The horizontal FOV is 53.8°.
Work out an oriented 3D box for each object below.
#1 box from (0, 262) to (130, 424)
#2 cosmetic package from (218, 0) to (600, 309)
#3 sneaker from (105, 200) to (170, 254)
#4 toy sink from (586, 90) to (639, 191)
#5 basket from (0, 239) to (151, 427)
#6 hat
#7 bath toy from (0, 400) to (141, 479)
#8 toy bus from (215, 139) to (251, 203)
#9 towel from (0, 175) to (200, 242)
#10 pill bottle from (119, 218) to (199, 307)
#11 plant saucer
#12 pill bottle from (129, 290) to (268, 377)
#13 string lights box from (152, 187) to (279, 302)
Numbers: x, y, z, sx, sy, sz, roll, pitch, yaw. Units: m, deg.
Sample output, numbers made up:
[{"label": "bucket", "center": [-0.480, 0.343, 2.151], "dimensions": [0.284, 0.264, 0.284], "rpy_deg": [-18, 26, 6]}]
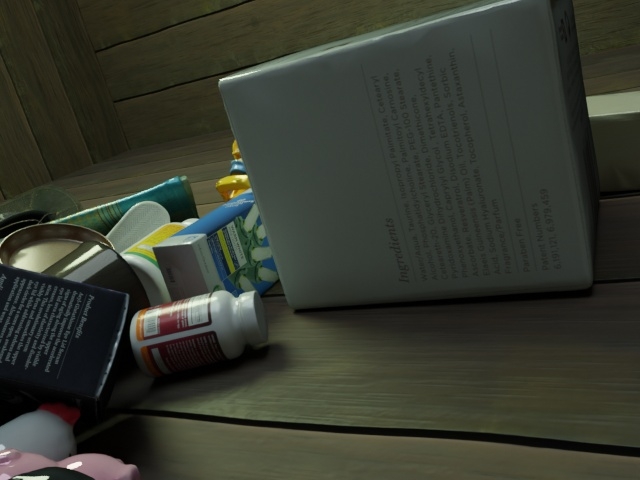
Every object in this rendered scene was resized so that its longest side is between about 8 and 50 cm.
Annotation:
[{"label": "box", "center": [-0.308, 0.102, 0.635], "dimensions": [0.207, 0.108, 0.153], "rpy_deg": [16, -28, -13]}, {"label": "cosmetic package", "center": [0.145, -0.129, 0.856], "dimensions": [0.394, 0.327, 0.329], "rpy_deg": [-8, 19, 27]}, {"label": "sneaker", "center": [-0.386, 0.067, 1.114], "dimensions": [0.292, 0.108, 0.169], "rpy_deg": [-46, 2, -27]}, {"label": "toy sink", "center": [0.414, -0.151, 1.020], "dimensions": [0.234, 0.131, 0.153], "rpy_deg": [-2, 21, 23]}, {"label": "basket", "center": [-0.351, 0.126, 0.789], "dimensions": [0.227, 0.154, 0.204], "rpy_deg": [-38, -3, -40]}, {"label": "hat", "center": [-0.662, 0.016, 1.416], "dimensions": [0.331, 0.134, 0.331], "rpy_deg": [-9, 37, 7]}, {"label": "bath toy", "center": [-0.184, 0.197, 0.463], "dimensions": [0.348, 0.151, 0.129], "rpy_deg": [-6, 35, 52]}, {"label": "toy bus", "center": [-0.114, -0.085, 1.140], "dimensions": [0.149, 0.220, 0.211], "rpy_deg": [-2, 28, 45]}, {"label": "towel", "center": [-0.420, -0.012, 1.239], "dimensions": [0.370, 0.040, 0.271], "rpy_deg": [-19, -15, -11]}, {"label": "pill bottle", "center": [-0.246, 0.040, 1.016], "dimensions": [0.118, 0.117, 0.208], "rpy_deg": [-8, 19, 22]}, {"label": "plant saucer", "center": [-0.405, 0.028, 0.978], "dimensions": [0.169, 0.029, 0.168], "rpy_deg": [11, 30, -6]}, {"label": "pill bottle", "center": [-0.145, 0.110, 0.770], "dimensions": [0.152, 0.086, 0.086], "rpy_deg": [-13, 18, 5]}, {"label": "string lights box", "center": [-0.125, 0.016, 0.960], "dimensions": [0.077, 0.133, 0.260], "rpy_deg": [-5, 21, 31]}]
